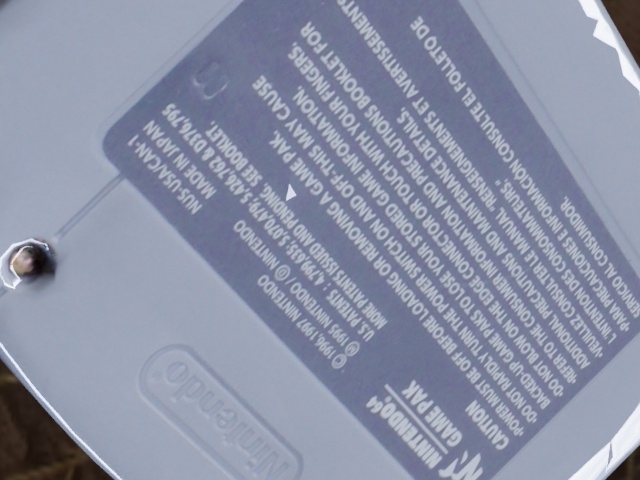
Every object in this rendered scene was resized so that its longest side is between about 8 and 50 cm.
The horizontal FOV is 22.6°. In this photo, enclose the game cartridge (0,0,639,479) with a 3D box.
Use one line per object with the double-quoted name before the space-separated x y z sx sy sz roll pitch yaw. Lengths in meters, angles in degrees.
"game cartridge" 0.008 -0.002 0.474 0.196 0.060 0.294 -46 131 -7
